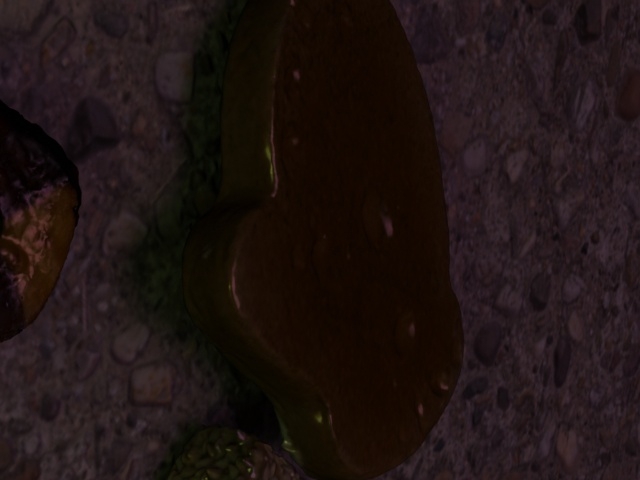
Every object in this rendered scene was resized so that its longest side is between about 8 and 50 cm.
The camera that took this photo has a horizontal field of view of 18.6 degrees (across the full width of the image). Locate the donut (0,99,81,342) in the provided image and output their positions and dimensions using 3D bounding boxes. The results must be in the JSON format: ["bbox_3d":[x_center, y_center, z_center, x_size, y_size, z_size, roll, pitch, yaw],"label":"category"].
[{"bbox_3d":[-0.193,-0.013,1.047,0.140,0.059,0.140,-18,112,-51],"label":"donut"}]

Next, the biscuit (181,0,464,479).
[{"bbox_3d":[-0.002,0.000,1.276,0.287,0.057,0.344,-37,120,-53],"label":"biscuit"}]

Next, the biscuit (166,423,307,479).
[{"bbox_3d":[-0.039,0.188,1.290,0.082,0.070,0.168,-61,142,-18],"label":"biscuit"}]
